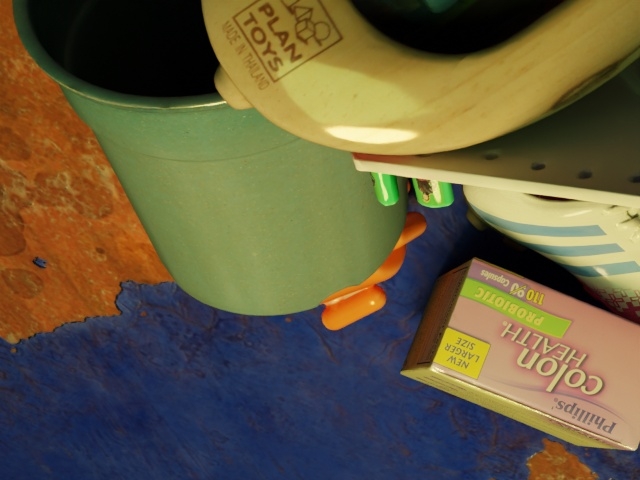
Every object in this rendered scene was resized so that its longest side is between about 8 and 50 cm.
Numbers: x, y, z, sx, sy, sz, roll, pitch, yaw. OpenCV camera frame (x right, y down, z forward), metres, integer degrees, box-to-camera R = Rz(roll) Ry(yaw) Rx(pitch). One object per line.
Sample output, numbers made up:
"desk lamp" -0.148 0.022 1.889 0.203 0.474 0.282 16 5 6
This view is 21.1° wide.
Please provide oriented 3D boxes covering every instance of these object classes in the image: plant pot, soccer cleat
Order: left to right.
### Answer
"plant pot" -0.064 -0.129 1.556 0.341 0.341 0.334 4 142 16
"soccer cleat" 0.295 -0.008 1.663 0.331 0.116 0.143 27 143 -5

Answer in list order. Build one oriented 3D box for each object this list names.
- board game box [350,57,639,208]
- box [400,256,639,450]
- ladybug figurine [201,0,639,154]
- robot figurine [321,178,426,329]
"board game box" 0.283 -0.123 1.302 0.390 0.390 0.050 9 129 36
"box" 0.211 0.118 1.735 0.213 0.117 0.243 22 174 -1
"ladybug figurine" 0.111 -0.236 1.253 0.449 0.162 0.305 -32 92 2
"robot figurine" -0.001 -0.002 1.774 0.219 0.128 0.158 -22 133 33
